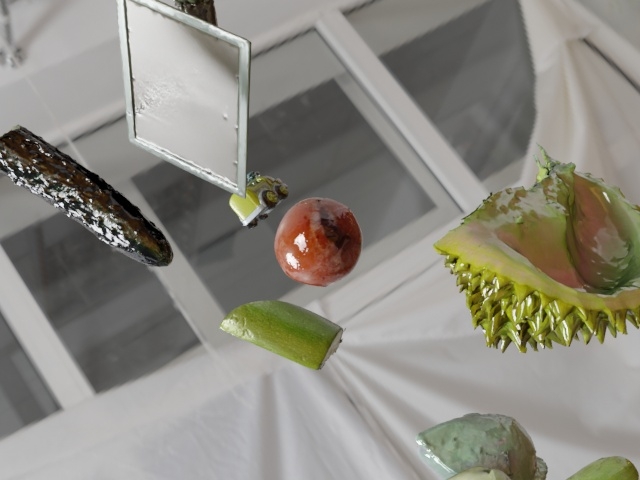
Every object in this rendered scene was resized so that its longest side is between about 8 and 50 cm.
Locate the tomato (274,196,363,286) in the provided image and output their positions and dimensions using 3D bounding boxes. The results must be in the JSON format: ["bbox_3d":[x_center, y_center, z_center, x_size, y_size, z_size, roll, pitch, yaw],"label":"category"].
[{"bbox_3d":[0.000,0.000,2.309,0.208,0.208,0.184,-22,-23,-42],"label":"tomato"}]

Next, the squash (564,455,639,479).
[{"bbox_3d":[0.541,0.593,2.170,0.371,0.118,0.118,-29,-16,-11],"label":"squash"}]

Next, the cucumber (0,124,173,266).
[{"bbox_3d":[-0.328,-0.059,1.379,0.072,0.303,0.081,-56,1,22],"label":"cucumber"}]

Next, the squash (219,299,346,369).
[{"bbox_3d":[-0.091,0.220,2.620,0.111,0.289,0.203,-70,-11,18],"label":"squash"}]

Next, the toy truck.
[{"bbox_3d":[-0.106,-0.077,1.670,0.076,0.077,0.111,-43,1,32],"label":"toy truck"}]

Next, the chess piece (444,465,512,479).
[{"bbox_3d":[0.289,0.486,1.213,0.234,0.442,0.234,-39,9,8],"label":"chess piece"}]

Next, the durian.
[{"bbox_3d":[0.230,0.007,0.927,0.158,0.169,0.352,-12,9,32],"label":"durian"}]

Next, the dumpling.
[{"bbox_3d":[0.230,0.292,1.346,0.217,0.104,0.149,9,1,-33],"label":"dumpling"}]

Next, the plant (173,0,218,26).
[{"bbox_3d":[-0.266,-0.507,2.101,0.092,0.094,0.143,-16,-50,-4],"label":"plant"}]

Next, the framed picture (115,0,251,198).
[{"bbox_3d":[-0.196,-0.215,1.450,0.019,0.232,0.296,-49,-22,-38],"label":"framed picture"}]
